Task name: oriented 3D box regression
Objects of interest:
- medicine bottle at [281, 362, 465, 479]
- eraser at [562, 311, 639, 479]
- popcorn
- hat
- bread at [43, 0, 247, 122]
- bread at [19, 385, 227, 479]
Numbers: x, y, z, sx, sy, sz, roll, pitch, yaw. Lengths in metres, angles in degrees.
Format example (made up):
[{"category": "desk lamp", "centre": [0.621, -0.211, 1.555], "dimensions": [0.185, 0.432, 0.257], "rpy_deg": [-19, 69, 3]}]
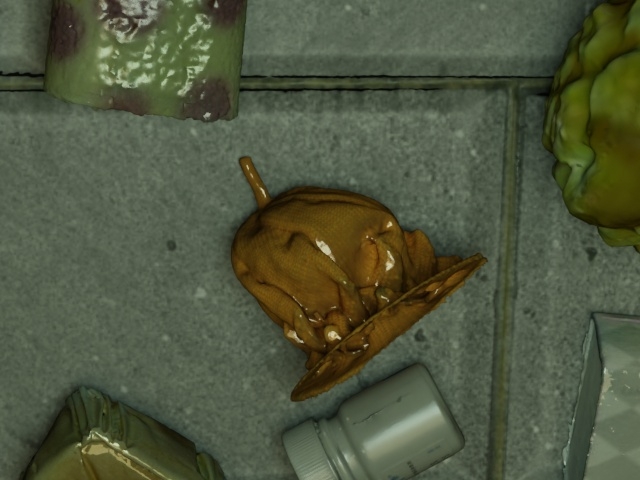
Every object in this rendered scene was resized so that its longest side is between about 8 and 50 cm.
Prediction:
[{"category": "medicine bottle", "centre": [0.055, 0.205, 1.653], "dimensions": [0.168, 0.105, 0.105], "rpy_deg": [-28, 106, 1]}, {"category": "eraser", "centre": [0.466, 0.203, 1.706], "dimensions": [0.396, 0.082, 0.213], "rpy_deg": [6, 105, -8]}, {"category": "popcorn", "centre": [0.365, -0.127, 1.512], "dimensions": [0.279, 0.274, 0.335], "rpy_deg": [50, 124, 2]}, {"category": "hat", "centre": [0.000, 0.000, 1.589], "dimensions": [0.244, 0.233, 0.233], "rpy_deg": [-38, 79, -7]}, {"category": "bread", "centre": [-0.150, -0.285, 1.476], "dimensions": [0.187, 0.155, 0.338], "rpy_deg": [4, 104, -12]}, {"category": "bread", "centre": [-0.208, 0.274, 1.641], "dimensions": [0.209, 0.110, 0.192], "rpy_deg": [31, 106, -12]}]
